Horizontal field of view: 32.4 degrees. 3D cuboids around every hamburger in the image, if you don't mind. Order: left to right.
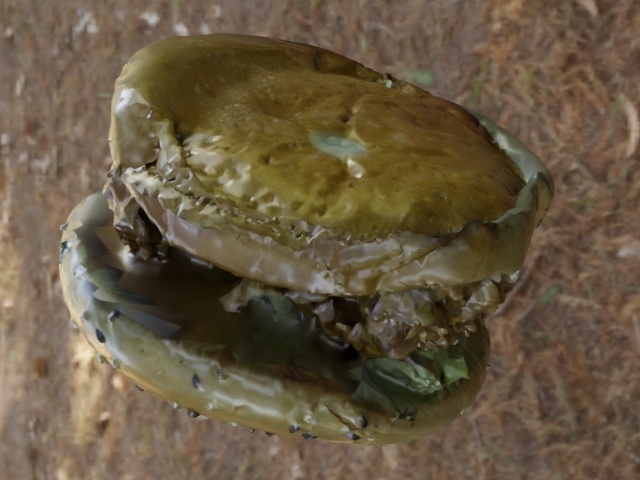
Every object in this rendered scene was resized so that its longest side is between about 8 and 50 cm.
[{"bbox_3d":[0.000,0.000,0.420,0.177,0.185,0.113,44,125,50],"label":"hamburger"}]
